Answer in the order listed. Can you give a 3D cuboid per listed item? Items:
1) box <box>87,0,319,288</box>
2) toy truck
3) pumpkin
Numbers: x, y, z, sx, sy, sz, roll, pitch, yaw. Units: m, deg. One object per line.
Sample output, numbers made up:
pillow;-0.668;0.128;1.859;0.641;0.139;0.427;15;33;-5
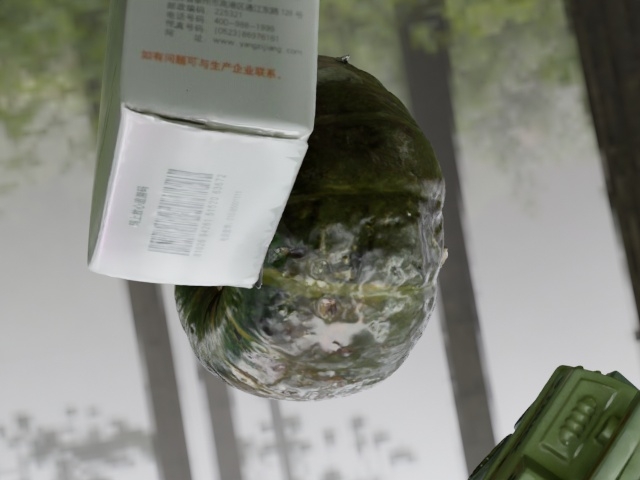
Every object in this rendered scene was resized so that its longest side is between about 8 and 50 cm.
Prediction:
box;-0.065;-0.148;1.127;0.106;0.299;0.200;6;154;-10
toy truck;0.080;0.122;0.774;0.169;0.077;0.100;-46;175;-12
pumpkin;0.003;0.000;1.439;0.189;0.260;0.260;0;168;-21
